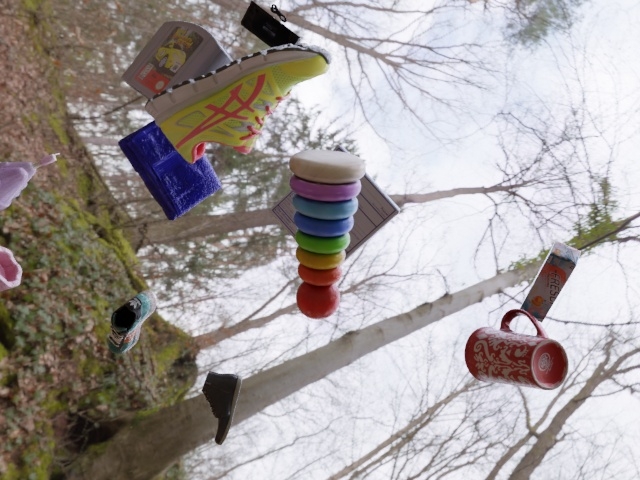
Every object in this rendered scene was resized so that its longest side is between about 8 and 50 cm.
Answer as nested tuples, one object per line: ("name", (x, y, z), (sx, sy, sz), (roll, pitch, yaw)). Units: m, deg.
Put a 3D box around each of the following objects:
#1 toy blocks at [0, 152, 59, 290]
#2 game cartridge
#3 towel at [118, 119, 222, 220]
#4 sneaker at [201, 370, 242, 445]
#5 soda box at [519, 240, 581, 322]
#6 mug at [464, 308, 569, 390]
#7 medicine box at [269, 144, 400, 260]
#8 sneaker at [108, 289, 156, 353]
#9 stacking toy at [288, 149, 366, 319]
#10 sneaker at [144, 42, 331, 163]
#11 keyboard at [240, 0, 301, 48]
("toy blocks", (-0.461, -0.032, 0.573), (0.288, 0.260, 0.309), (-116, -179, -67))
("game cartridge", (-0.318, -0.387, 1.133), (0.196, 0.060, 0.294), (-50, -130, -5))
("towel", (-0.472, -0.242, 1.659), (0.076, 0.227, 0.308), (19, -38, 52))
("sneaker", (-0.331, 0.529, 1.633), (0.083, 0.118, 0.222), (137, -34, -78))
("soda box", (0.507, 0.094, 1.137), (0.058, 0.063, 0.183), (26, -48, 21))
("mug", (0.373, 0.209, 0.983), (0.169, 0.113, 0.150), (166, -77, -68))
("medicine box", (0.048, -0.088, 1.539), (0.289, 0.149, 0.263), (-42, -95, 8))
("sneaker", (-0.697, 0.300, 1.808), (0.108, 0.121, 0.302), (42, -65, 13))
("stacking toy", (0.000, 0.000, 0.988), (0.141, 0.141, 0.330), (24, -62, 38))
("sneaker", (-0.079, -0.145, 0.552), (0.208, 0.081, 0.094), (-16, -72, 19))
("keyboard", (-0.142, -0.638, 1.523), (0.180, 0.023, 0.108), (36, -59, -3))
